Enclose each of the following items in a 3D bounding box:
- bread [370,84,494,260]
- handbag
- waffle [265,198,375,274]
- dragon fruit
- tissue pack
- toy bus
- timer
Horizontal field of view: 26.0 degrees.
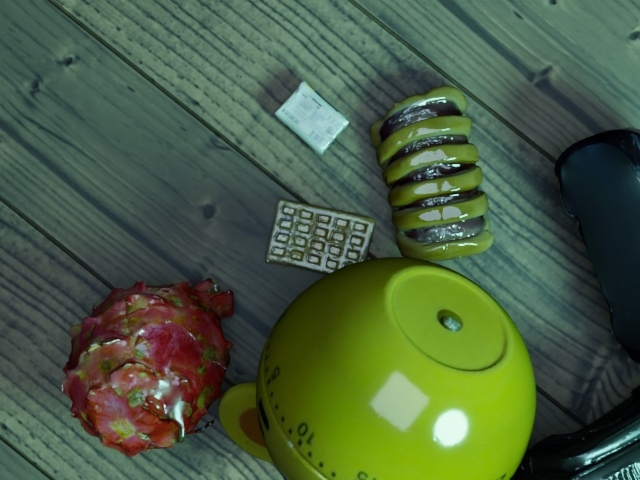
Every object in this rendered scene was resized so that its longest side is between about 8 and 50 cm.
[{"bbox_3d":[0.147,-0.083,1.807,0.134,0.081,0.225,-14,89,3],"label":"bread"},{"bbox_3d":[0.372,0.242,1.692,0.275,0.244,0.088,-29,90,-13],"label":"handbag"},{"bbox_3d":[0.000,0.000,1.841,0.135,0.021,0.092,13,88,3],"label":"waffle"},{"bbox_3d":[-0.210,0.145,1.760,0.205,0.210,0.268,53,52,-19],"label":"dragon fruit"},{"bbox_3d":[-0.011,-0.161,1.832,0.083,0.042,0.062,41,92,2],"label":"tissue pack"},{"bbox_3d":[0.407,0.004,1.753,0.128,0.147,0.302,-21,91,29],"label":"toy bus"},{"bbox_3d":[0.077,0.218,1.702,0.376,0.376,0.387,30,132,2],"label":"timer"}]
